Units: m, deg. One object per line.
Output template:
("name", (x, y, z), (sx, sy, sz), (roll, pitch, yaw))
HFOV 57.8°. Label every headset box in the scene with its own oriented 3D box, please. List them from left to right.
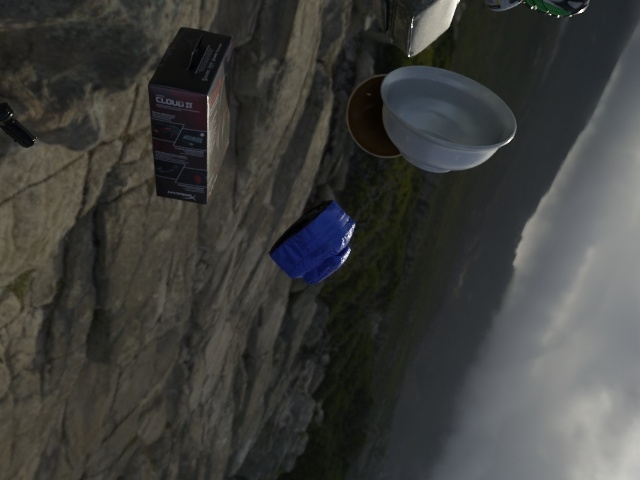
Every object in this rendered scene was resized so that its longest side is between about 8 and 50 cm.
("headset box", (-0.247, -0.253, 1.132), (0.293, 0.110, 0.218), (102, -3, -46))

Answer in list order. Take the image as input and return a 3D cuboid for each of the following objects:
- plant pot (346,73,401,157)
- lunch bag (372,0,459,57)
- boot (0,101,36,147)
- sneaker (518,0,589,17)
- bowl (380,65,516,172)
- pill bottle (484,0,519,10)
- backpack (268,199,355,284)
("plant pot", (0.232, -0.391, 1.753), (0.254, 0.237, 0.237), (-40, 150, -59))
("lunch bag", (0.274, -0.764, 1.807), (0.213, 0.256, 0.305), (-37, 168, -2))
("boot", (-0.631, -0.234, 1.195), (0.045, 0.121, 0.099), (-50, 129, -18))
("sneaker", (0.336, -0.518, 0.956), (0.146, 0.343, 0.134), (-35, -171, 43))
("bowl", (0.255, -0.241, 1.252), (0.298, 0.298, 0.134), (-52, 165, -44))
("pill bottle", (0.338, -0.551, 1.127), (0.184, 0.103, 0.103), (46, 63, -36))
("backpack", (0.000, 0.000, 0.904), (0.120, 0.101, 0.098), (-43, -171, 30))
